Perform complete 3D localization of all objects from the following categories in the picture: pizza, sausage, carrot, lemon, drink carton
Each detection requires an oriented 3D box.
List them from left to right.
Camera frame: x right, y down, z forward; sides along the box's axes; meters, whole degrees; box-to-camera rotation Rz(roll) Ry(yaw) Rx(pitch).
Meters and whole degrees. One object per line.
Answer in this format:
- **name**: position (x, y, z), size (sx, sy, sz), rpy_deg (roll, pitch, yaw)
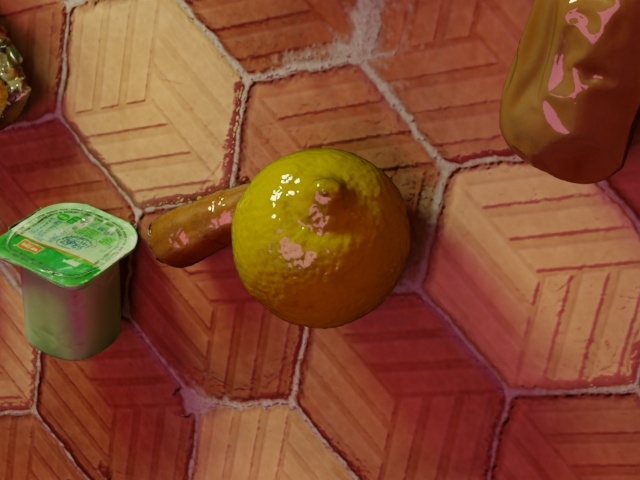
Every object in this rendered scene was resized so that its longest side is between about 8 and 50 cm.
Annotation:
- **pizza**: position (-0.407, -0.229, 1.859), size (0.185, 0.052, 0.195), rpy_deg (-16, 93, 54)
- **drink carton**: position (-0.299, 0.055, 1.857), size (0.146, 0.144, 0.142), rpy_deg (21, 129, 26)
- **carrot**: position (-0.098, -0.027, 1.724), size (0.205, 0.072, 0.072), rpy_deg (-21, 97, 35)
- **lemon**: position (0.000, 0.000, 1.596), size (0.187, 0.187, 0.244), rpy_deg (45, 159, 11)
- **sausage**: position (0.246, -0.165, 1.396), size (0.136, 0.120, 0.241), rpy_deg (26, 122, 10)
